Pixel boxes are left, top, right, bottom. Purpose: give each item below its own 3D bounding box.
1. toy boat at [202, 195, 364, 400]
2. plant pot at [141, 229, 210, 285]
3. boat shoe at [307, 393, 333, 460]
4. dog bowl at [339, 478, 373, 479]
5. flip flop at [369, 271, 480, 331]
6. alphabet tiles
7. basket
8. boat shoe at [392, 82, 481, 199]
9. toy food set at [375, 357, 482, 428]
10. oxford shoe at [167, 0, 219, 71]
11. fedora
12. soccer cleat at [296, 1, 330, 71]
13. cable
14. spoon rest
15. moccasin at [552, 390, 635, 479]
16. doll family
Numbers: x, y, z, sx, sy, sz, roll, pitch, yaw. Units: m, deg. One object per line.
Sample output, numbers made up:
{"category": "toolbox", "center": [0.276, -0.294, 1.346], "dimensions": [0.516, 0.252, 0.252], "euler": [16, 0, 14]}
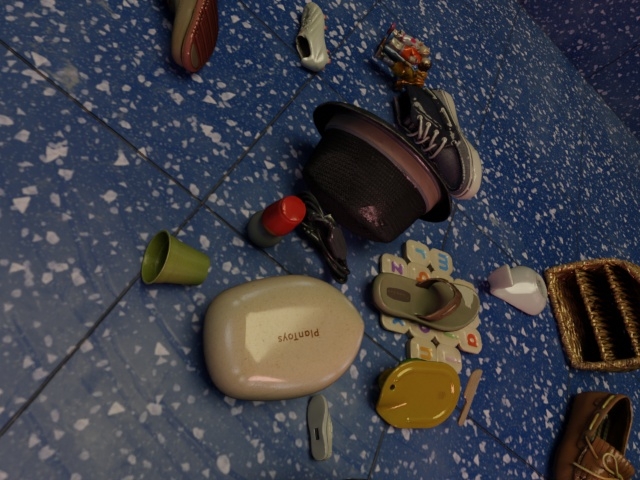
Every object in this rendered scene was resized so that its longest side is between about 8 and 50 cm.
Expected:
{"category": "toy boat", "center": [-0.062, 0.090, 0.743], "dimensions": [0.268, 0.148, 0.317], "euler": [3, 73, -30]}
{"category": "plant pot", "center": [-0.214, 0.034, 0.694], "dimensions": [0.079, 0.083, 0.083], "euler": [22, 55, -41]}
{"category": "boat shoe", "center": [0.004, 0.302, 0.744], "dimensions": [0.035, 0.035, 0.100], "euler": [36, 41, -53]}
{"category": "dog bowl", "center": [0.007, 0.519, 0.557], "dimensions": [0.408, 0.150, 0.407], "euler": [17, 58, -29]}
{"category": "flip flop", "center": [0.229, 0.117, 0.939], "dimensions": [0.277, 0.080, 0.112], "euler": [16, 59, -27]}
{"category": "alphabet tiles", "center": [0.240, 0.141, 1.001], "dimensions": [0.278, 0.021, 0.283], "euler": [18, 58, -25]}
{"category": "basket", "center": [0.794, 0.197, 1.249], "dimensions": [0.223, 0.213, 0.298], "euler": [15, 59, -31]}
{"category": "boat shoe", "center": [0.286, -0.258, 1.183], "dimensions": [0.158, 0.127, 0.340], "euler": [5, 57, -27]}
{"category": "toy food set", "center": [0.189, 0.281, 0.869], "dimensions": [0.218, 0.071, 0.128], "euler": [12, 92, -25]}
{"category": "oxford shoe", "center": [-0.267, -0.477, 0.905], "dimensions": [0.130, 0.123, 0.347], "euler": [5, 63, -5]}
{"category": "fedora", "center": [0.084, -0.106, 0.892], "dimensions": [0.334, 0.334, 0.152], "euler": [40, 81, -13]}
{"category": "soccer cleat", "center": [-0.026, -0.497, 1.101], "dimensions": [0.076, 0.068, 0.196], "euler": [3, 69, -32]}
{"category": "cable", "center": [0.000, 0.000, 0.827], "dimensions": [0.047, 0.150, 0.184], "euler": [-33, 129, -12]}
{"category": "spoon rest", "center": [0.506, 0.118, 1.182], "dimensions": [0.277, 0.084, 0.137], "euler": [18, 58, -44]}
{"category": "moccasin", "center": [0.627, 0.494, 1.021], "dimensions": [0.380, 0.147, 0.139], "euler": [-36, 91, -42]}
{"category": "doll family", "center": [0.232, -0.495, 1.274], "dimensions": [0.163, 0.118, 0.262], "euler": [33, 34, -11]}
